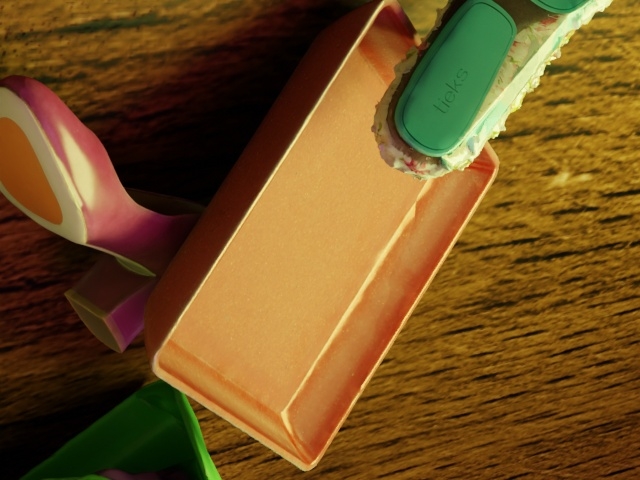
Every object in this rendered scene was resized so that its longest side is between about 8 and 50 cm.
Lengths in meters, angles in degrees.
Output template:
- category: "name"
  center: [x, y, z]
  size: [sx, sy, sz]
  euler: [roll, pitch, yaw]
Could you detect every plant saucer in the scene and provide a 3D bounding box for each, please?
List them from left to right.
- category: "plant saucer"
  center: [0.000, 0.000, 1.054]
  size: [0.258, 0.047, 0.259]
  euler: [-58, 152, -7]

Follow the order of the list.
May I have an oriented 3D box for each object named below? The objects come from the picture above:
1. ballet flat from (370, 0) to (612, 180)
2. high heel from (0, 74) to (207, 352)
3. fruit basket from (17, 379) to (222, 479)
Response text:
- category: "ballet flat"
  center: [0.111, -0.134, 0.999]
  size: [0.241, 0.091, 0.077]
  euler: [-47, 180, -12]
- category: "high heel"
  center: [-0.112, -0.037, 0.953]
  size: [0.117, 0.082, 0.244]
  euler: [-47, 145, -20]
- category: "fruit basket"
  center: [-0.231, 0.241, 1.080]
  size: [0.392, 0.283, 0.392]
  euler: [-6, 115, -12]
